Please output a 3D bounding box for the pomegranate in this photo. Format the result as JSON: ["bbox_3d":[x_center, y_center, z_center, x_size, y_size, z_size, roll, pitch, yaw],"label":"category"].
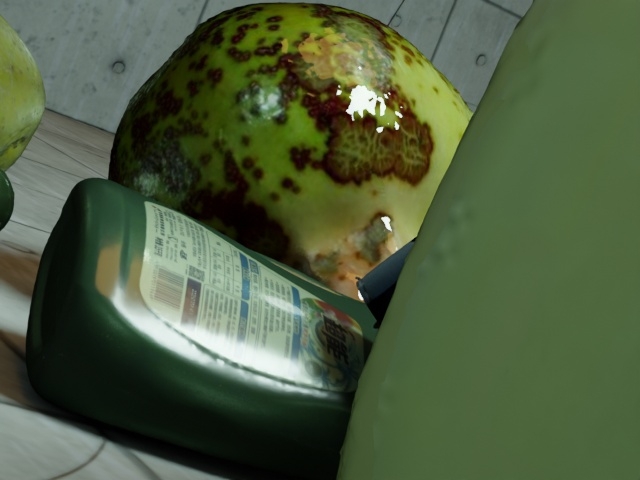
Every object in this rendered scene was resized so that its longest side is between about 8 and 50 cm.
[{"bbox_3d":[0.012,-0.012,0.854,0.222,0.204,0.276,30,-1,-40],"label":"pomegranate"}]

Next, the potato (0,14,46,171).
[{"bbox_3d":[-0.311,-0.128,1.082,0.251,0.159,0.174,34,-23,-2],"label":"potato"}]

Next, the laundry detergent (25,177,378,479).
[{"bbox_3d":[-0.012,0.050,0.689,0.221,0.078,0.144,19,23,-18],"label":"laundry detergent"}]

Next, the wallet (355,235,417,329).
[{"bbox_3d":[0.148,0.010,0.630,0.170,0.231,0.069,49,9,-6],"label":"wallet"}]

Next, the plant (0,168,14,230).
[{"bbox_3d":[-0.204,-0.023,0.944,0.051,0.051,0.102,22,-2,-1],"label":"plant"}]

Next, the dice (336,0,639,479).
[{"bbox_3d":[0.161,0.046,0.452,0.252,0.254,0.250,26,4,17],"label":"dice"}]
